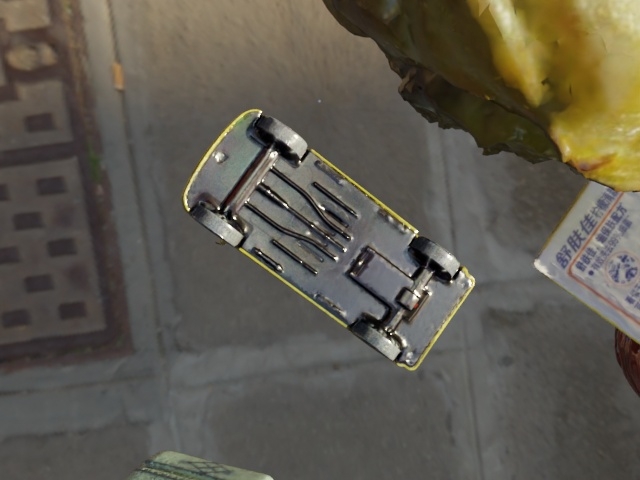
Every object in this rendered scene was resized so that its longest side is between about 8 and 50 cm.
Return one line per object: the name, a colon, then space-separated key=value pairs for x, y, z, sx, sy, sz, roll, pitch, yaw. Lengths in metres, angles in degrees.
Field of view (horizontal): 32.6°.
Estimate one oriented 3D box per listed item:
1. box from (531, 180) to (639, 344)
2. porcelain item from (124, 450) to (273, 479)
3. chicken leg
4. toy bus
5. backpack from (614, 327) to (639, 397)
box: x=0.285 y=-0.039 z=0.716 sx=0.168 sy=0.097 sz=0.265 roll=37 pitch=98 yaw=28
porcelain item: x=-0.153 y=0.432 z=1.431 sx=0.285 sy=0.157 sz=0.282 roll=6 pitch=115 yaw=29
chicken leg: x=0.072 y=-0.226 z=0.423 sx=0.201 sy=0.152 sz=0.430 roll=-10 pitch=79 yaw=21
toy bus: x=0.000 y=0.000 z=1.238 sx=0.331 sy=0.151 sz=0.145 roll=37 pitch=85 yaw=-12
backpack: x=0.436 y=0.121 z=1.245 sx=0.229 sy=0.139 sz=0.229 roll=0 pitch=89 yaw=-17
